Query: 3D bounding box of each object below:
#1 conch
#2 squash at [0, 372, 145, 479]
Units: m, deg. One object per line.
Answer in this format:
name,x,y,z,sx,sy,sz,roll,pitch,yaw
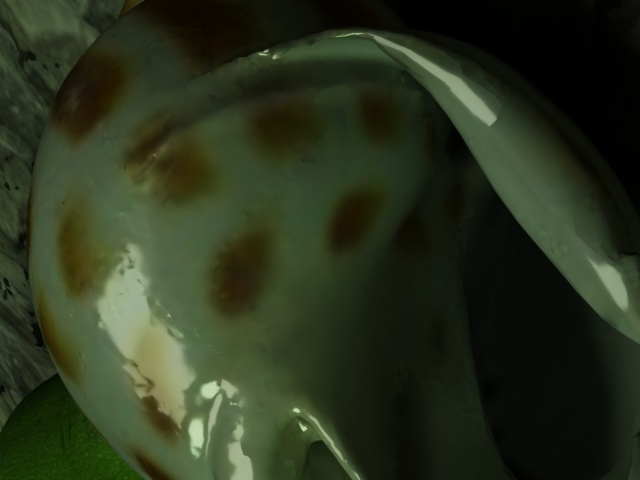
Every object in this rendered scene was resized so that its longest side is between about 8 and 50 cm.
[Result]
conch,0.000,0.000,0.496,0.275,0.183,0.149,62,-167,9
squash,-0.118,0.114,0.860,0.101,0.101,0.379,53,154,1
